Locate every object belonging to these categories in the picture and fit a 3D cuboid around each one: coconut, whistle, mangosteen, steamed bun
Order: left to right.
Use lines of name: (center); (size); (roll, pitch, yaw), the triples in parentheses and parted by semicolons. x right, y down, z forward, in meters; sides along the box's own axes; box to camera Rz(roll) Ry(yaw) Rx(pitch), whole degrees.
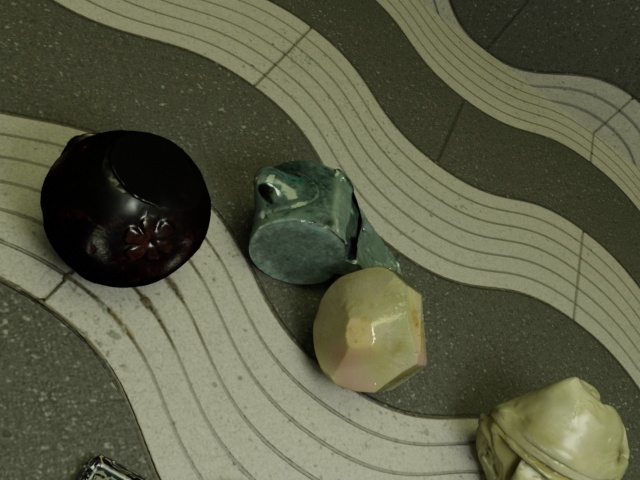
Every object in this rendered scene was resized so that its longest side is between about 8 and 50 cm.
mangosteen: (-0.319, -0.068, 1.115); (0.288, 0.233, 0.287); (25, 43, -25)
whistle: (0.028, -0.010, 1.342); (0.405, 0.188, 0.168); (22, 45, -19)
coconut: (0.087, 0.159, 1.210); (0.198, 0.236, 0.236); (0, 42, 18)
steamed bun: (0.425, 0.386, 1.221); (0.276, 0.289, 0.203); (10, 54, -33)

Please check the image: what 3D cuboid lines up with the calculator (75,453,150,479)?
calculator: (-0.230, 0.422, 0.921); (0.274, 0.028, 0.165); (33, 43, -9)
